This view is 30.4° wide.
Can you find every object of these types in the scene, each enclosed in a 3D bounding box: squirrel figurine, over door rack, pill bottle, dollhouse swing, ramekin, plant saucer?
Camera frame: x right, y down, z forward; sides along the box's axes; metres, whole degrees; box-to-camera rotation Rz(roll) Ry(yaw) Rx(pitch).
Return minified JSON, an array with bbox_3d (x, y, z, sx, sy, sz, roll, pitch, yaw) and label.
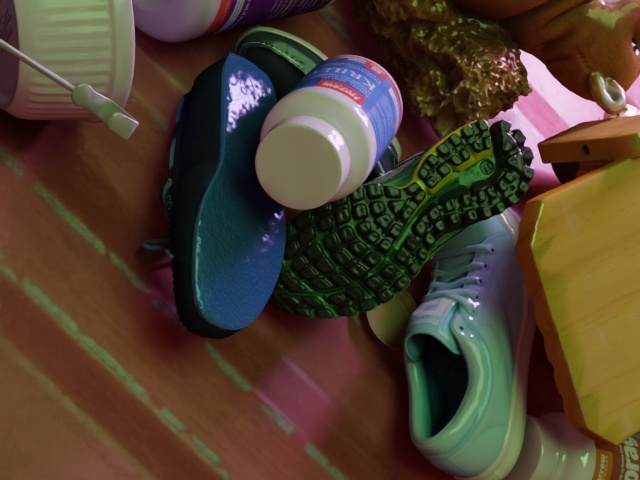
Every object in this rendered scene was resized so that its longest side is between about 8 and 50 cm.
[{"bbox_3d":[0.258,-0.307,1.573,0.397,0.281,0.370,-40,115,1],"label":"squirrel figurine"},{"bbox_3d":[-0.368,-0.106,1.041,0.324,0.108,0.239,34,95,-31],"label":"over door rack"},{"bbox_3d":[0.008,-0.114,1.255,0.124,0.124,0.221,48,26,-8],"label":"pill bottle"},{"bbox_3d":[0.316,0.275,1.425,0.216,0.121,0.121,18,59,-29],"label":"pill bottle"},{"bbox_3d":[0.330,0.053,1.463,0.305,0.315,0.346,-22,99,-19],"label":"dollhouse swing"},{"bbox_3d":[-0.274,-0.216,1.179,0.109,0.207,0.207,-10,75,-28],"label":"ramekin"},{"bbox_3d":[0.084,0.092,1.412,0.083,0.015,0.083,16,60,-30],"label":"plant saucer"},{"bbox_3d":[-0.081,-0.348,1.395,0.323,0.181,0.181,-22,83,-42],"label":"pill bottle"}]

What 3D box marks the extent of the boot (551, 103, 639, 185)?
[{"bbox_3d":[0.420,-0.137,1.734,0.213,0.077,0.165,29,55,-29],"label":"boot"}]

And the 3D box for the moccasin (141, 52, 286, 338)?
[{"bbox_3d":[-0.110,-0.039,1.273,0.138,0.117,0.342,34,46,-34],"label":"moccasin"}]

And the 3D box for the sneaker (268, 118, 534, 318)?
[{"bbox_3d":[0.082,-0.013,1.353,0.344,0.146,0.134,-28,90,-15],"label":"sneaker"}]

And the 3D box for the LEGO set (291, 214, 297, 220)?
[{"bbox_3d":[-0.001,0.001,1.387,0.083,0.023,0.054,21,58,-28],"label":"LEGO set"}]

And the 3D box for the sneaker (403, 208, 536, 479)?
[{"bbox_3d":[0.167,0.093,1.375,0.150,0.135,0.365,32,50,-45],"label":"sneaker"}]

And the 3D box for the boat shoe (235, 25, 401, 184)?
[{"bbox_3d":[-0.007,-0.150,1.416,0.254,0.095,0.079,45,37,-22],"label":"boat shoe"}]
